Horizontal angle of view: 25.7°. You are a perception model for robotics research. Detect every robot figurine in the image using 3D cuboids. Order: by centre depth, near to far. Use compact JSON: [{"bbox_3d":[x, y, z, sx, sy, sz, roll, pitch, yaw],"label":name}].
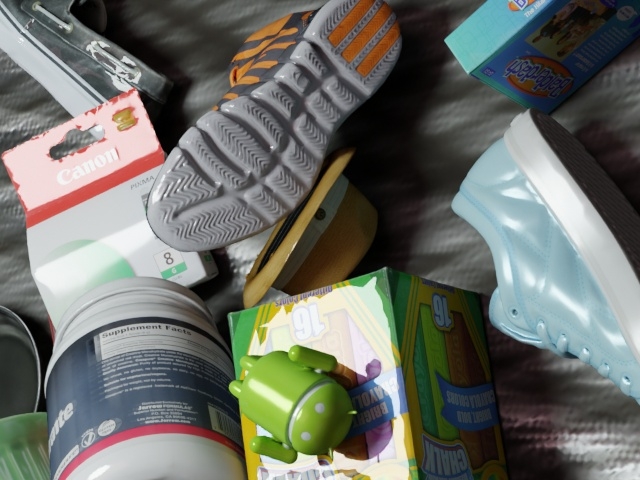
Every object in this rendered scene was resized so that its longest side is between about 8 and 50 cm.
[{"bbox_3d":[-0.021,0.136,1.177,0.115,0.067,0.101,30,99,33],"label":"robot figurine"}]

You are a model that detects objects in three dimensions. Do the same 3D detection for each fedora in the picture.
[{"bbox_3d":[0.000,0.000,1.379,0.079,0.194,0.194,34,102,-8],"label":"fedora"}]

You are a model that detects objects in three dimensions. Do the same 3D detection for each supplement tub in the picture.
[{"bbox_3d":[-0.167,0.182,1.354,0.191,0.191,0.272,-43,34,19],"label":"supplement tub"}]

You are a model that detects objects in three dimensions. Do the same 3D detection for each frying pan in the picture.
[{"bbox_3d":[-0.441,0.169,1.665,0.326,0.053,0.197,3,82,35],"label":"frying pan"}]

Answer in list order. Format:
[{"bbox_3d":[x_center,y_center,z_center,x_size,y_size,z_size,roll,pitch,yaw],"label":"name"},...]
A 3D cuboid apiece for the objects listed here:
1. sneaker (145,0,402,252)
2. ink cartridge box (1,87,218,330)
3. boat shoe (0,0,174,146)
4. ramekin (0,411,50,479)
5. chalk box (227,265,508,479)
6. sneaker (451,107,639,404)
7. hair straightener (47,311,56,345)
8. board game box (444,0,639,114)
[{"bbox_3d":[-0.062,-0.112,1.392,0.321,0.124,0.180,-45,18,-16],"label":"sneaker"},{"bbox_3d":[-0.236,-0.028,1.509,0.181,0.056,0.224,-25,89,12],"label":"ink cartridge box"},{"bbox_3d":[-0.289,-0.236,1.623,0.335,0.121,0.119,42,96,20],"label":"boat shoe"},{"bbox_3d":[-0.348,0.323,1.434,0.303,0.303,0.148,-42,68,19],"label":"ramekin"},{"bbox_3d":[0.052,0.192,1.268,0.179,0.180,0.289,-18,73,29],"label":"chalk box"},{"bbox_3d":[0.233,0.062,1.217,0.150,0.135,0.366,-45,51,26],"label":"sneaker"},{"bbox_3d":[-0.268,0.049,1.590,0.089,0.047,0.230,-22,64,14],"label":"hair straightener"},{"bbox_3d":[0.232,-0.209,1.242,0.210,0.160,0.047,-41,61,19],"label":"board game box"}]
